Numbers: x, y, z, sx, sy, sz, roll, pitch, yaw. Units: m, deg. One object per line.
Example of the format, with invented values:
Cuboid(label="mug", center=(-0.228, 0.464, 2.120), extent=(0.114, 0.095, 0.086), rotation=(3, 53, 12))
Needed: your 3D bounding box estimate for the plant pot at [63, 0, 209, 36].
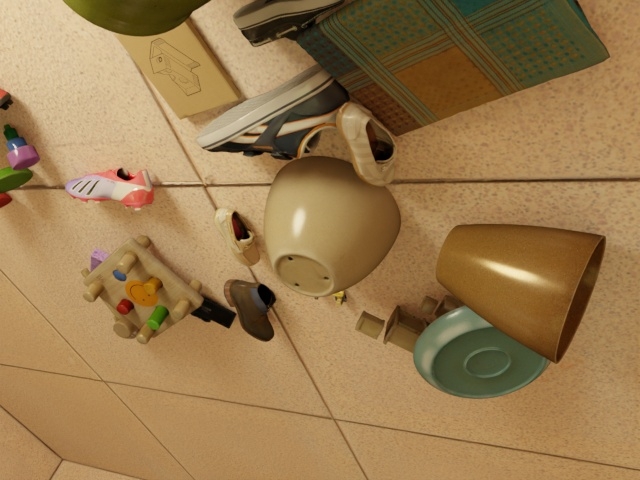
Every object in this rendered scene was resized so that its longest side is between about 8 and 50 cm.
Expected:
Cuboid(label="plant pot", center=(-0.208, -0.445, 0.811), extent=(0.366, 0.366, 0.353), rotation=(38, 152, -16))

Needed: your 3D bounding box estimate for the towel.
Cuboid(label="towel", center=(0.184, -0.289, 0.947), extent=(0.370, 0.040, 0.271), rotation=(-15, 141, 40))

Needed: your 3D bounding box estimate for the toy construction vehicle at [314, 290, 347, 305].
Cuboid(label="toy construction vehicle", center=(0.013, 0.119, 1.553), extent=(0.086, 0.035, 0.098), rotation=(7, 138, 21))

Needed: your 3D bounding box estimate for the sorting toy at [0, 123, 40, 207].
Cuboid(label="sorting toy", center=(-0.817, -0.182, 1.625), extent=(0.366, 0.127, 0.126), rotation=(-28, 89, 42))

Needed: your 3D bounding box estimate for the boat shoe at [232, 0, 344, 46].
Cuboid(label="boat shoe", center=(-0.037, -0.353, 1.010), extent=(0.219, 0.077, 0.070), rotation=(0, 135, 40))

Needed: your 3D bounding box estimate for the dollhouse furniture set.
Cuboid(label="dollhouse furniture set", center=(0.200, 0.157, 1.482), extent=(0.182, 0.101, 0.161), rotation=(26, 117, 0))

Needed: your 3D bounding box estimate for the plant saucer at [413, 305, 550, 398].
Cuboid(label="plant saucer", center=(0.365, 0.257, 1.428), extent=(0.318, 0.043, 0.317), rotation=(0, 130, 0))

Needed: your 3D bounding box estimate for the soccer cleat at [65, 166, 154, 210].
Cuboid(label="soccer cleat", center=(-0.493, -0.132, 1.516), extent=(0.248, 0.083, 0.095), rotation=(10, 110, 25))

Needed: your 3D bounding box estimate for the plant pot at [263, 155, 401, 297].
Cuboid(label="plant pot", center=(0.000, 0.000, 1.299), extent=(0.284, 0.191, 0.284), rotation=(15, 140, 13))

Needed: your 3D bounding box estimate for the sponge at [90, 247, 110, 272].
Cuboid(label="sponge", center=(-0.553, 0.106, 1.845), extent=(0.210, 0.031, 0.117), rotation=(25, 141, 0))

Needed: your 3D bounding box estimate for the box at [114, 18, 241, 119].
Cuboid(label="box", center=(-0.263, -0.324, 1.202), extent=(0.164, 0.021, 0.201), rotation=(-9, 131, 35))

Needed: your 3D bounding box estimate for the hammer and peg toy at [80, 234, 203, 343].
Cuboid(label="hammer and peg toy", center=(-0.513, 0.154, 1.751), extent=(0.266, 0.127, 0.361), rotation=(44, 128, -18))

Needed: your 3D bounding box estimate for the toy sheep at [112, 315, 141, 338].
Cuboid(label="toy sheep", center=(-0.590, 0.261, 2.002), extent=(0.132, 0.091, 0.091), rotation=(-13, 129, 31))

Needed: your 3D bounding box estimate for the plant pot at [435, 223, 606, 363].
Cuboid(label="plant pot", center=(0.349, 0.065, 1.184), extent=(0.254, 0.237, 0.237), rotation=(21, 144, 28))

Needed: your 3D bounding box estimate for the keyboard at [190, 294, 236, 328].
Cuboid(label="keyboard", center=(-0.328, 0.190, 1.831), extent=(0.180, 0.023, 0.108), rotation=(27, 135, -2))

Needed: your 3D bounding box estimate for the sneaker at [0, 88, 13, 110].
Cuboid(label="sneaker", center=(-0.811, -0.297, 1.465), extent=(0.276, 0.097, 0.135), rotation=(-22, 123, 40))

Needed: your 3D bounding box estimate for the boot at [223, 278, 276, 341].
Cuboid(label="boot", center=(-0.156, 0.187, 1.686), extent=(0.106, 0.082, 0.219), rotation=(-6, 131, 36))

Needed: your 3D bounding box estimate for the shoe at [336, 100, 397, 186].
Cuboid(label="shoe", center=(0.092, -0.155, 1.126), extent=(0.058, 0.076, 0.219), rotation=(21, 164, 33))

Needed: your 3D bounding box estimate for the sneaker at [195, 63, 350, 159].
Cuboid(label="sneaker", center=(-0.085, -0.199, 1.166), extent=(0.321, 0.126, 0.127), rotation=(-15, 121, 37))

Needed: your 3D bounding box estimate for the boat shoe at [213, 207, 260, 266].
Cuboid(label="boat shoe", center=(-0.181, -0.005, 1.493), extent=(0.059, 0.063, 0.170), rotation=(-1, 135, 37))
